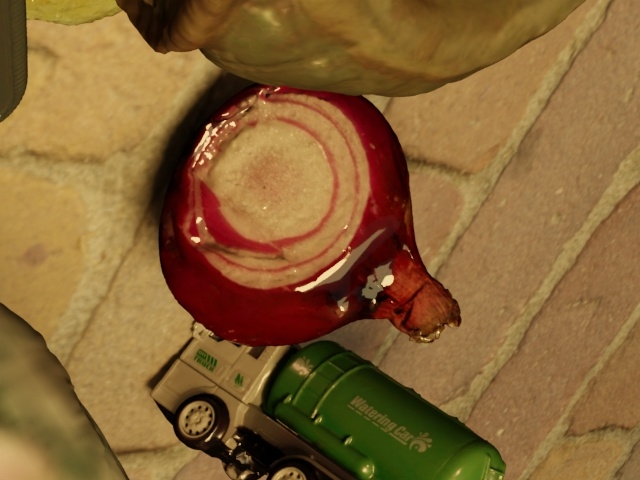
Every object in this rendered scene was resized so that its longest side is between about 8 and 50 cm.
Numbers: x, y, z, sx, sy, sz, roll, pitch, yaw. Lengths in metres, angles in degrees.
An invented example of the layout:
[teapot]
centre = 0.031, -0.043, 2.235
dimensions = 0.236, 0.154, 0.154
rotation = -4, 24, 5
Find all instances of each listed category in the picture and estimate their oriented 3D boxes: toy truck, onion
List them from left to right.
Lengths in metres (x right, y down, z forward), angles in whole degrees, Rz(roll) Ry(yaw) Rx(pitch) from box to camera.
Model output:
[onion]
centre = 0.001, -0.001, 0.999
dimensions = 0.173, 0.198, 0.135
rotation = -52, 176, 5
[toy truck]
centre = 0.004, 0.137, 1.096
dimensions = 0.125, 0.242, 0.101
rotation = -55, 148, -8

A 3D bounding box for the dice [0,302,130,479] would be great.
[dice]
centre = -0.264, 0.227, 0.821
dimensions = 0.328, 0.330, 0.348
rotation = -26, 140, -26

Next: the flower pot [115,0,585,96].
[flower pot]
centre = -0.001, -0.204, 0.615
dimensions = 0.302, 0.213, 0.301
rotation = -29, 140, -27

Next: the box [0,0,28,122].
[box]
centre = -0.222, -0.091, 0.650
dimensions = 0.201, 0.090, 0.144
rotation = -22, 146, -26

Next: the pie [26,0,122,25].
[pie]
centre = -0.113, -0.238, 0.725
dimensions = 0.323, 0.070, 0.323
rotation = -26, 142, -23
